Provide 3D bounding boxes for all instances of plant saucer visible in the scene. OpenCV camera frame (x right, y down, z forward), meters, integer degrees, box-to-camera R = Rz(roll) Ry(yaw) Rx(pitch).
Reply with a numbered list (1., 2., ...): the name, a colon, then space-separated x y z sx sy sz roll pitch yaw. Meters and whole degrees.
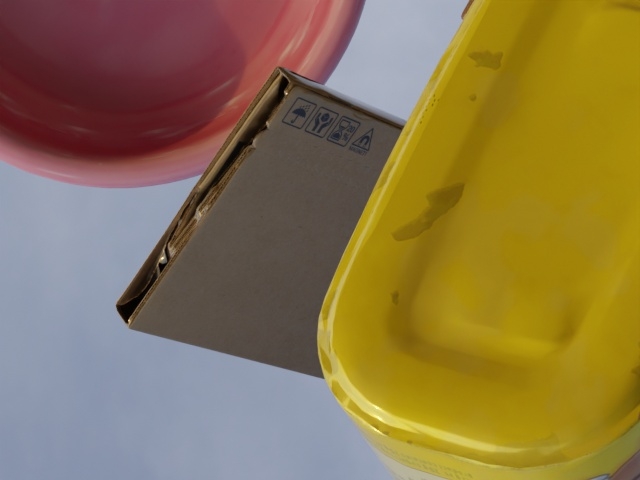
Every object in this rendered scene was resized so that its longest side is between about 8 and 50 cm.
1. plant saucer: -0.131 -0.202 1.292 0.332 0.332 0.084 11 -170 -3

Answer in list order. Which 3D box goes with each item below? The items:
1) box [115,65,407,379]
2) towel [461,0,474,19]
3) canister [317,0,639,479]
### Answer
1. box: 0.000 0.000 1.116 0.201 0.164 0.021 19 -158 -48
2. towel: 0.292 -0.115 1.080 0.370 0.271 0.040 41 -170 18
3. canister: 0.070 0.029 0.403 0.073 0.170 0.126 14 -115 30
